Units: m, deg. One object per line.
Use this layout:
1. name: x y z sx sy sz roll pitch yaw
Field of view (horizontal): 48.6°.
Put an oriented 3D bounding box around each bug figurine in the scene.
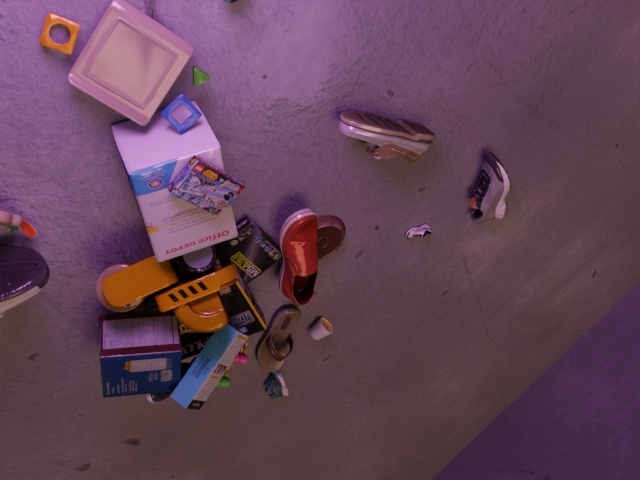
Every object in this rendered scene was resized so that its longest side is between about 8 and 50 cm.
1. bug figurine: -0.339 0.390 2.202 0.216 0.072 0.279 15 121 -40

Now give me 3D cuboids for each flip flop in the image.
1. flip flop: -0.125 0.327 2.259 0.112 0.080 0.277 1 130 -32

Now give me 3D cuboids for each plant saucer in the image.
1. plant saucer: 0.000 0.000 2.050 0.169 0.029 0.168 -16 136 -16

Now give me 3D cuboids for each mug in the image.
1. mug: 0.003 0.297 2.326 0.064 0.062 0.078 -38 133 19

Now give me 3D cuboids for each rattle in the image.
1. rattle: -0.701 -0.090 1.539 0.130 0.142 0.200 -15 166 31

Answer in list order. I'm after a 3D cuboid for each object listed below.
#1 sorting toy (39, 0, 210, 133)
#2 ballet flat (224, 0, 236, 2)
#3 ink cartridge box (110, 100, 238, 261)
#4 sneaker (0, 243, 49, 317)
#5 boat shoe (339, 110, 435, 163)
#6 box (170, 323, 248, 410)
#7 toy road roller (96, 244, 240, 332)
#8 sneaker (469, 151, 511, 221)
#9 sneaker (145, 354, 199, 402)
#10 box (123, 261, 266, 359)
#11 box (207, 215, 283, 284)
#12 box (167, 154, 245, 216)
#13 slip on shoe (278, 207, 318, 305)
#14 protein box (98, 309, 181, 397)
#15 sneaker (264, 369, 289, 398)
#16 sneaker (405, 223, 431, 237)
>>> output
1. sorting toy: -0.382 -0.358 1.425 0.348 0.047 0.196 30 102 -27
2. ballet flat: -0.179 -0.562 1.361 0.074 0.074 0.203 -20 132 -13
3. ink cartridge box: -0.324 -0.130 1.596 0.198 0.197 0.270 -19 137 -14
4. sneaker: -0.818 0.166 1.654 0.448 0.169 0.257 -18 147 -3
5. boat shoe: 0.165 -0.257 1.828 0.303 0.113 0.103 5 122 -36
6. box: -0.299 0.340 1.923 0.244 0.060 0.100 -56 162 -7
7. toy road roller: -0.360 0.132 1.758 0.330 0.240 0.202 -22 -177 -6
8. sneaker: 0.508 -0.151 2.154 0.108 0.100 0.271 -18 138 -7
9. sneaker: -0.379 0.387 1.999 0.164 0.086 0.226 -11 -174 22
10. box: -0.343 0.210 1.979 0.322 0.079 0.257 -20 141 2
11. box: -0.219 0.040 1.946 0.184 0.045 0.190 -37 139 5
12. box: -0.239 -0.113 1.491 0.094 0.027 0.137 -45 137 16
13. slip on shoe: -0.049 0.049 1.956 0.123 0.101 0.331 -20 137 -29
14. protein box: -0.475 0.299 1.867 0.201 0.135 0.199 -2 138 -15
15. sneaker: -0.157 0.494 2.425 0.076 0.065 0.166 -19 136 -8
16. sneaker: 0.306 -0.023 2.204 0.083 0.037 0.031 -22 140 -9
